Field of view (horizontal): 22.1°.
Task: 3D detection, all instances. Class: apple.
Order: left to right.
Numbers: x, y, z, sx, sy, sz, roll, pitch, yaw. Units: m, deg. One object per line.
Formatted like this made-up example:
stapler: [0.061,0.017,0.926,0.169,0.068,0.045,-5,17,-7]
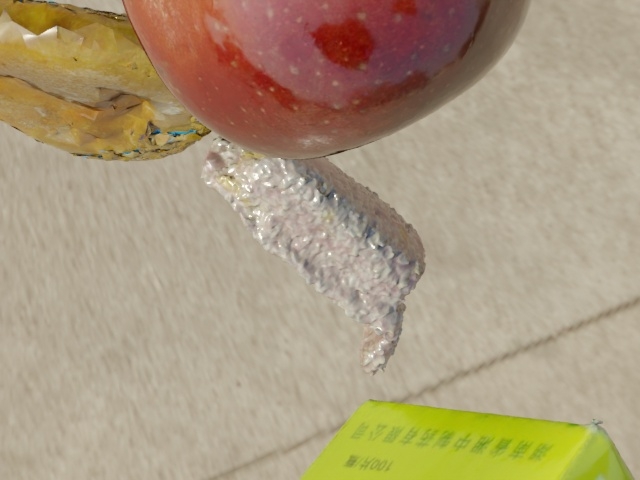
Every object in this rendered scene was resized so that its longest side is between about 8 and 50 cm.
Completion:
apple: [0.001,-0.156,0.849,0.218,0.218,0.201,-38,108,-1]

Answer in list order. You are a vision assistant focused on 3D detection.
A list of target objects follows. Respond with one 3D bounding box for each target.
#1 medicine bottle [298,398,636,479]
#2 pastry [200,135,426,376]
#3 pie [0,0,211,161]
medicine bottle: [0.020,0.189,0.582,0.250,0.137,0.141,-47,120,-29]
pastry: [0.012,-0.005,1.464,0.112,0.103,0.265,-31,116,20]
pie: [-0.202,-0.136,1.385,0.273,0.273,0.069,20,71,-15]
